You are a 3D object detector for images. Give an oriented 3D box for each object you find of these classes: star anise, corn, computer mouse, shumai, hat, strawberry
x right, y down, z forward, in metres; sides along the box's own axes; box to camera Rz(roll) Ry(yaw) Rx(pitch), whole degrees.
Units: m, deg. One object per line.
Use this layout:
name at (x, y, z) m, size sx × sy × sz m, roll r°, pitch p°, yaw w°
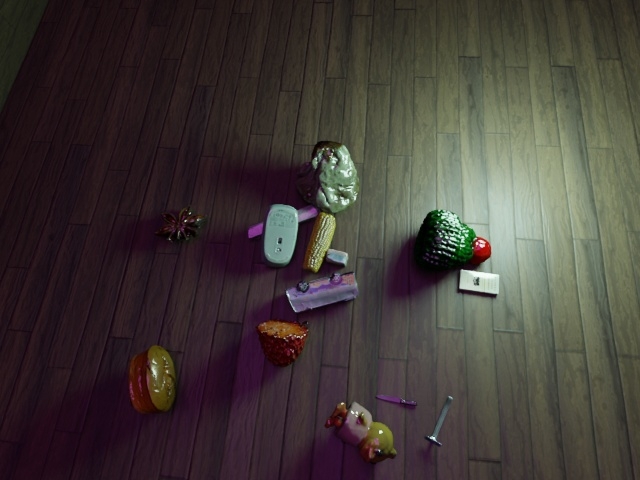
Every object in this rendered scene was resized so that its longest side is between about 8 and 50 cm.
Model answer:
star anise at (-0.673, -0.075, 2.063) m, size 0.220 × 0.098 × 0.214 m, roll 16°, pitch 57°, yaw 15°
corn at (0.000, 0.000, 1.980) m, size 0.102 × 0.101 × 0.310 m, roll 13°, pitch 71°, yaw 9°
computer mouse at (-0.192, -0.019, 1.975) m, size 0.160 × 0.097 × 0.288 m, roll 7°, pitch 89°, yaw -12°
shumai at (0.037, -0.318, 1.994) m, size 0.310 × 0.263 × 0.303 m, roll -7°, pitch 55°, yaw -6°
hat at (0.595, 0.021, 1.871) m, size 0.333 × 0.242 × 0.273 m, roll 16°, pitch 83°, yaw -4°
strawberry at (-0.162, 0.434, 1.810) m, size 0.234 × 0.234 × 0.177 m, roll 7°, pitch 98°, yaw 7°

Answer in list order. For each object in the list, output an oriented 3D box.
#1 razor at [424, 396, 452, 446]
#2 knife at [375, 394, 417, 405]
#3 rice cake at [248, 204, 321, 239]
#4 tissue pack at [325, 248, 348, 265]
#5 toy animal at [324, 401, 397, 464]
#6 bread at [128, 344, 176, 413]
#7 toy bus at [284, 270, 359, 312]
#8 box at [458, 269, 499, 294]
razor at (0.480, 0.714, 1.707) m, size 0.068 × 0.037 × 0.191 m, roll 24°, pitch 70°, yaw 17°
knife at (0.311, 0.653, 1.756) m, size 0.171 × 0.010 × 0.023 m, roll 7°, pitch 70°, yaw 8°
rice cake at (-0.173, -0.086, 2.047) m, size 0.365 × 0.056 × 0.072 m, roll -21°, pitch 76°, yaw -4°
tissue pack at (0.075, 0.079, 1.958) m, size 0.095 × 0.074 × 0.058 m, roll 14°, pitch 74°, yaw 12°
toy animal at (0.167, 0.747, 1.658) m, size 0.281 × 0.195 × 0.169 m, roll 38°, pitch 36°, yaw 20°
bread at (-0.684, 0.573, 1.762) m, size 0.143 × 0.195 × 0.269 m, roll -20°, pitch 66°, yaw 7°
toy bus at (0.008, 0.228, 1.893) m, size 0.317 × 0.112 × 0.137 m, roll -16°, pitch 79°, yaw -1°
box at (0.702, 0.185, 1.899) m, size 0.167 × 0.024 × 0.089 m, roll 8°, pitch 70°, yaw 7°
